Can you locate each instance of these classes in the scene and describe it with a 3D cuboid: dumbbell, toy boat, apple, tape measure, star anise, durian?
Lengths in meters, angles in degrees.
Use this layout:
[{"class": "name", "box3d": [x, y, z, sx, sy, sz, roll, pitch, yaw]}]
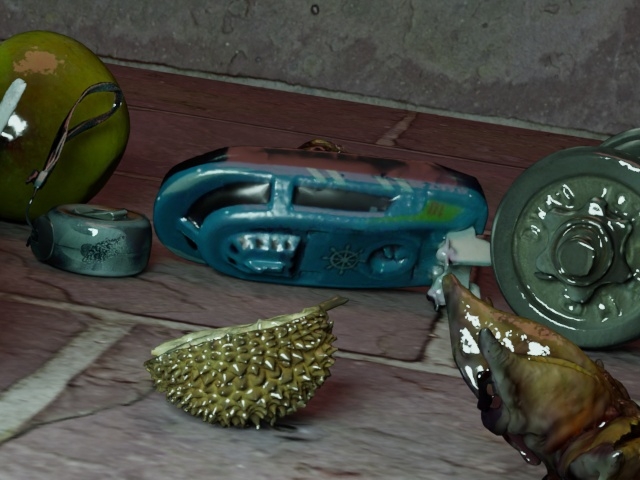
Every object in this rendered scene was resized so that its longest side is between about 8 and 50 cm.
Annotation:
[{"class": "dumbbell", "box3d": [0.281, -0.010, 1.452, 0.179, 0.179, 0.406, 12, 11, 20]}, {"class": "toy boat", "box3d": [0.000, 0.000, 1.393, 0.298, 0.134, 0.092, 3, 44, -6]}, {"class": "apple", "box3d": [-0.272, -0.105, 1.520, 0.157, 0.196, 0.196, 38, 12, -1]}, {"class": "tape measure", "box3d": [-0.190, -0.057, 1.379, 0.107, 0.180, 0.104, 11, -5, 17]}, {"class": "star anise", "box3d": [0.148, 0.129, 0.840, 0.272, 0.102, 0.272, 38, 8, -6]}, {"class": "durian", "box3d": [-0.037, 0.081, 1.000, 0.140, 0.071, 0.110, -20, 4, -16]}]

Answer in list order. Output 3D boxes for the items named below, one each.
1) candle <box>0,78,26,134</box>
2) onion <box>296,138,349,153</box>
[{"class": "candle", "box3d": [-0.331, -0.006, 0.875, 0.221, 0.221, 0.342, 16, 10, 35]}, {"class": "onion", "box3d": [0.006, -0.059, 1.747, 0.107, 0.097, 0.107, 37, 25, -21]}]
